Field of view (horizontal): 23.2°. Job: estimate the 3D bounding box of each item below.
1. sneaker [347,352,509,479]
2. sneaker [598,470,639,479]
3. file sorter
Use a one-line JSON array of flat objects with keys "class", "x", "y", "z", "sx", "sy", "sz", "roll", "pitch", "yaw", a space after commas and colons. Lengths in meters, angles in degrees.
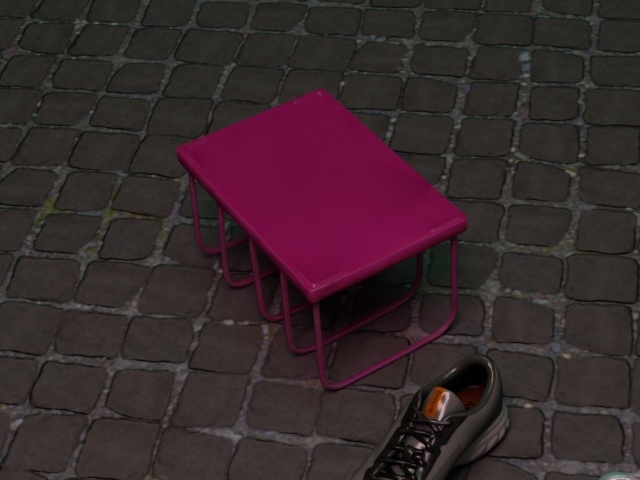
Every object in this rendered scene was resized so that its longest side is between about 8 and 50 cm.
[{"class": "sneaker", "x": 0.097, "y": 0.215, "z": 1.596, "sx": 0.100, "sy": 0.108, "sz": 0.271, "roll": 25, "pitch": 51, "yaw": 27}, {"class": "sneaker", "x": 0.336, "y": 0.262, "z": 1.576, "sx": 0.098, "sy": 0.038, "sz": 0.069, "roll": -17, "pitch": 44, "yaw": 1}, {"class": "file sorter", "x": 0.000, "y": 0.000, "z": 1.787, "sx": 0.202, "sy": 0.182, "sz": 0.290, "roll": -25, "pitch": 47, "yaw": -22}]
